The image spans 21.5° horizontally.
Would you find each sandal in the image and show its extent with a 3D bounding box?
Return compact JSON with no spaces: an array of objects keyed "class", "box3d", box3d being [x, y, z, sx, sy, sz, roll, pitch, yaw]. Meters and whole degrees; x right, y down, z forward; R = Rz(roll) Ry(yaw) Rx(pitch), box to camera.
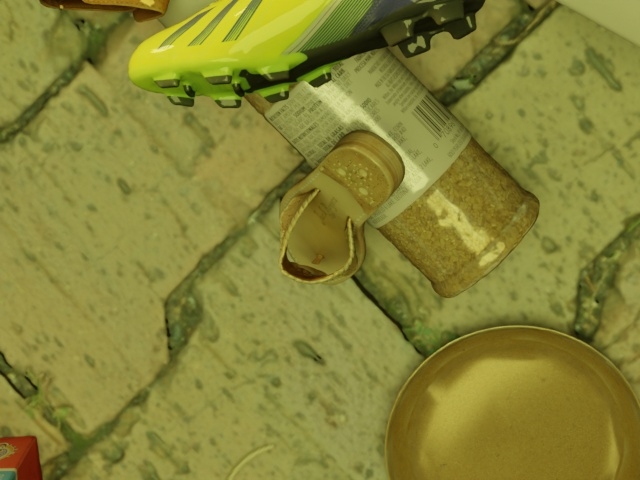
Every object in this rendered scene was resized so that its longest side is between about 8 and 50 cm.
[{"class":"sandal","box3d":[-0.005,-0.004,1.391,0.088,0.240,0.079,38,60,3]}]

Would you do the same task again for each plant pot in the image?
[{"class":"plant pot","box3d":[0.176,0.186,1.523,0.236,0.032,0.236,1,103,2]}]

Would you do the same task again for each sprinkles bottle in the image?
[{"class":"sprinkles bottle","box3d":[0.023,-0.112,1.417,0.355,0.121,0.121,45,102,-7]}]

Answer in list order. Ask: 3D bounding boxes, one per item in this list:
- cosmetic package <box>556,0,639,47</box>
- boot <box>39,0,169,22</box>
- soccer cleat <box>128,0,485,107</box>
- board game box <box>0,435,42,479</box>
[{"class":"cosmetic package","box3d":[0.272,-0.267,1.328,0.365,0.155,0.197,29,121,-5]},{"class":"boot","box3d":[-0.109,-0.282,1.322,0.295,0.104,0.211,-4,79,43]},{"class":"soccer cleat","box3d":[-0.015,-0.184,1.304,0.289,0.093,0.121,-15,79,13]},{"class":"board game box","box3d":[-0.283,0.361,1.484,0.064,0.242,0.316,-5,103,3]}]
